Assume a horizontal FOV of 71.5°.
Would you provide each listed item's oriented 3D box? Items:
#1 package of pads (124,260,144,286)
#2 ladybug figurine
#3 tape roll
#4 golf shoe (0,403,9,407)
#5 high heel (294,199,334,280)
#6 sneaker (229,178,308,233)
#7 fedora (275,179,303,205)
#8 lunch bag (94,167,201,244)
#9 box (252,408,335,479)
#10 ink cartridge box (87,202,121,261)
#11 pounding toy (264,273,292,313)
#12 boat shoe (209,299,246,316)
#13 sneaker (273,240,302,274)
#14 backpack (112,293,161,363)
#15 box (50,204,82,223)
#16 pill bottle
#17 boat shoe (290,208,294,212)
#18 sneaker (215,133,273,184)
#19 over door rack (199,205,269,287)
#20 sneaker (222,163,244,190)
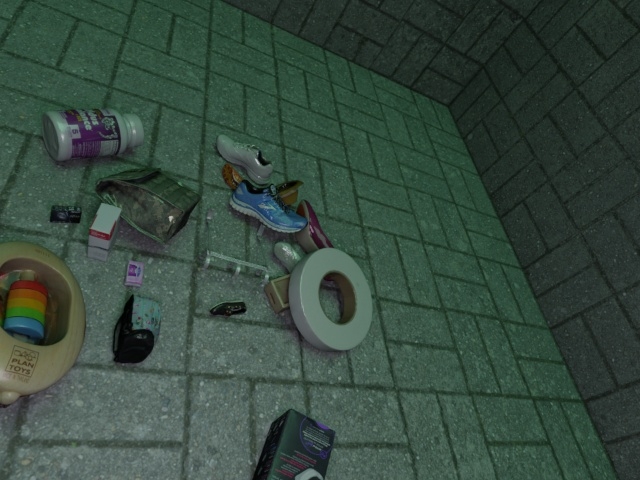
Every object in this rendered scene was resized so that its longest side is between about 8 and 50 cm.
[{"bbox_3d":[-0.595,0.108,1.422,0.050,0.032,0.083,14,48,-29],"label":"package of pads"},{"bbox_3d":[-0.747,0.198,1.089,0.305,0.161,0.450,40,19,-42],"label":"ladybug figurine"},{"bbox_3d":[0.047,0.220,1.674,0.391,0.072,0.393,20,60,-40],"label":"tape roll"},{"bbox_3d":[-0.806,0.325,1.058,0.186,0.067,0.086,36,41,-6],"label":"golf shoe"},{"bbox_3d":[0.000,0.000,1.891,0.181,0.127,0.378,8,61,-33],"label":"high heel"},{"bbox_3d":[-0.197,-0.141,1.787,0.329,0.147,0.130,25,21,-3],"label":"sneaker"},{"bbox_3d":[-0.153,-0.199,1.943,0.194,0.194,0.079,-43,122,-48],"label":"fedora"},{"bbox_3d":[-0.581,-0.148,1.502,0.286,0.169,0.235,31,14,-9],"label":"lunch bag"},{"bbox_3d":[-0.085,0.650,1.253,0.165,0.143,0.271,31,43,-8],"label":"box"},{"bbox_3d":[-0.676,-0.024,1.388,0.063,0.150,0.109,18,47,-18],"label":"ink cartridge box"},{"bbox_3d":[-0.135,0.185,1.661,0.130,0.100,0.141,-16,72,-37],"label":"pounding toy"},{"bbox_3d":[-0.312,0.234,1.510,0.132,0.049,0.042,-2,49,-42],"label":"boat shoe"},{"bbox_3d":[-0.096,0.101,1.762,0.237,0.085,0.086,54,17,5],"label":"sneaker"},{"bbox_3d":[-0.524,0.248,1.289,0.115,0.152,0.182,20,33,-29],"label":"backpack"},{"bbox_3d":[-0.803,-0.082,1.404,0.083,0.067,0.018,2,55,-36],"label":"box"},{"bbox_3d":[-0.801,-0.384,1.586,0.301,0.169,0.169,-21,69,-44],"label":"pill bottle"},{"bbox_3d":[-0.172,-0.125,1.924,0.125,0.038,0.046,12,49,-28],"label":"boat shoe"},{"bbox_3d":[-0.325,-0.381,1.961,0.297,0.129,0.111,35,44,-4],"label":"sneaker"},{"bbox_3d":[-0.317,0.032,1.651,0.239,0.108,0.324,19,32,-23],"label":"over door rack"},{"bbox_3d":[-0.357,-0.252,1.892,0.175,0.064,0.067,55,24,8],"label":"sneaker"}]
